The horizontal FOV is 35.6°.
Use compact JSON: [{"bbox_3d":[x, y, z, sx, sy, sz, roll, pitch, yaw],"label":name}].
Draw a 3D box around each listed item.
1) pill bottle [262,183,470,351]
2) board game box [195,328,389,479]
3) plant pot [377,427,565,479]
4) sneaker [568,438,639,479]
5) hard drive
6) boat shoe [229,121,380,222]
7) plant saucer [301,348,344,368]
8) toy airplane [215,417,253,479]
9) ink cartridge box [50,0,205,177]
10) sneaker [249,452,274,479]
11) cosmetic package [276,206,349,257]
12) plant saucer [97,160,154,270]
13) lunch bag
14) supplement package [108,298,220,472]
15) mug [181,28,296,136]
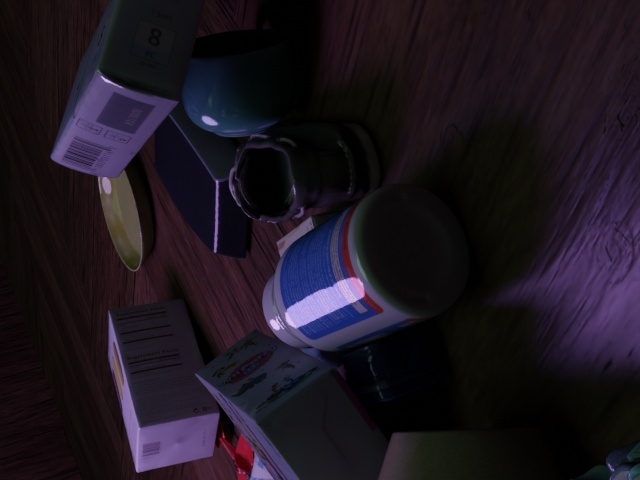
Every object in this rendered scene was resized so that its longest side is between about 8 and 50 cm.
[{"bbox_3d":[0.030,0.037,0.947,0.221,0.124,0.124,-30,76,56],"label":"pill bottle"},{"bbox_3d":[-0.008,0.223,1.067,0.224,0.097,0.303,56,165,-12],"label":"board game box"},{"bbox_3d":[0.129,0.294,0.820,0.256,0.256,0.274,154,117,-65],"label":"plant pot"},{"bbox_3d":[0.239,0.179,0.642,0.283,0.110,0.122,-50,55,61],"label":"sneaker"},{"bbox_3d":[-0.174,-0.103,1.412,0.255,0.054,0.172,51,146,41],"label":"hard drive"},{"bbox_3d":[-0.052,-0.075,1.120,0.335,0.095,0.112,-3,101,65],"label":"boat shoe"},{"bbox_3d":[-0.009,0.104,1.220,0.119,0.021,0.119,42,139,51],"label":"plant saucer"},{"bbox_3d":[-0.138,0.342,1.617,0.151,0.028,0.151,38,135,52],"label":"toy airplane"},{"bbox_3d":[-0.186,-0.287,1.090,0.308,0.091,0.385,153,130,-65],"label":"ink cartridge box"},{"bbox_3d":[-0.056,0.315,1.376,0.229,0.087,0.092,-57,46,50],"label":"sneaker"},{"bbox_3d":[0.000,0.000,1.098,0.115,0.060,0.041,-32,73,63],"label":"cosmetic package"},{"bbox_3d":[-0.357,-0.064,1.839,0.241,0.037,0.241,41,138,51],"label":"plant saucer"},{"bbox_3d":[0.072,0.128,0.972,0.067,0.098,0.065,-32,78,59],"label":"lunch bag"},{"bbox_3d":[-0.269,0.239,1.672,0.139,0.133,0.244,103,151,-45],"label":"supplement package"},{"bbox_3d":[-0.083,-0.178,1.117,0.129,0.157,0.097,11,119,36],"label":"mug"}]
